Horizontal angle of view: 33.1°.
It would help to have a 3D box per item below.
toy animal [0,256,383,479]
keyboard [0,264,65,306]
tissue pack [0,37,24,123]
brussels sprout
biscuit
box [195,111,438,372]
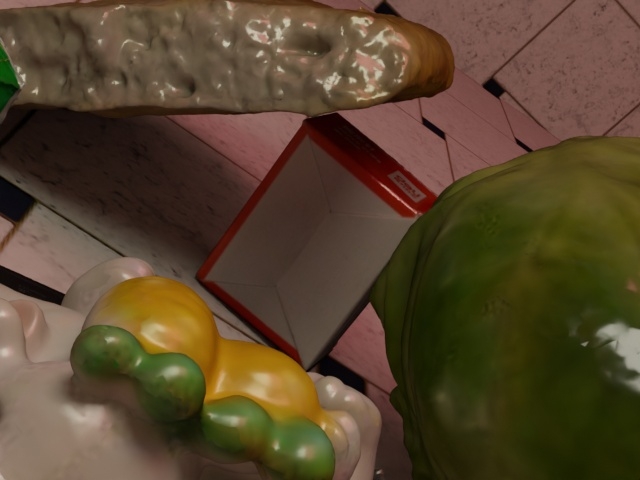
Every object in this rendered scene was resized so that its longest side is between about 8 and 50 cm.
[{"bbox_3d":[-0.119,0.109,0.440,0.183,0.247,0.310,47,16,28],"label":"toy animal"},{"bbox_3d":[-0.200,0.041,0.741,0.155,0.010,0.053,29,22,-24],"label":"keyboard"},{"bbox_3d":[-0.326,-0.114,0.660,0.209,0.148,0.156,13,34,-48],"label":"tissue pack"},{"bbox_3d":[0.228,0.128,0.756,0.425,0.342,0.361,62,6,1],"label":"brussels sprout"},{"bbox_3d":[-0.086,-0.162,0.944,0.429,0.104,0.446,1,9,20],"label":"biscuit"},{"bbox_3d":[0.000,0.000,0.926,0.133,0.182,0.099,39,21,11],"label":"box"}]
